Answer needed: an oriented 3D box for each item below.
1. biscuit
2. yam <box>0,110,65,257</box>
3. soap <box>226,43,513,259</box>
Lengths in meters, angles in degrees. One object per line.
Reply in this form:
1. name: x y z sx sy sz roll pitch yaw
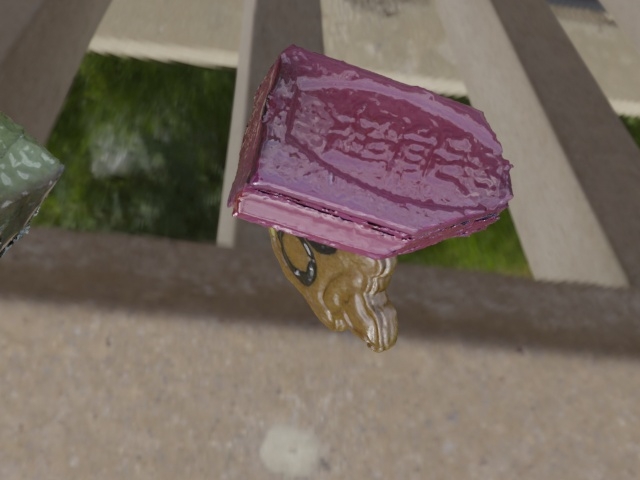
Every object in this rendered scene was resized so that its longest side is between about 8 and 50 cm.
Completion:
1. biscuit: 0.000 0.000 1.660 0.041 0.208 0.290 -22 74 -29
2. yam: -0.322 -0.001 1.052 0.202 0.201 0.271 34 99 -27
3. soap: 0.053 -0.070 1.357 0.250 0.162 0.099 16 151 -13
